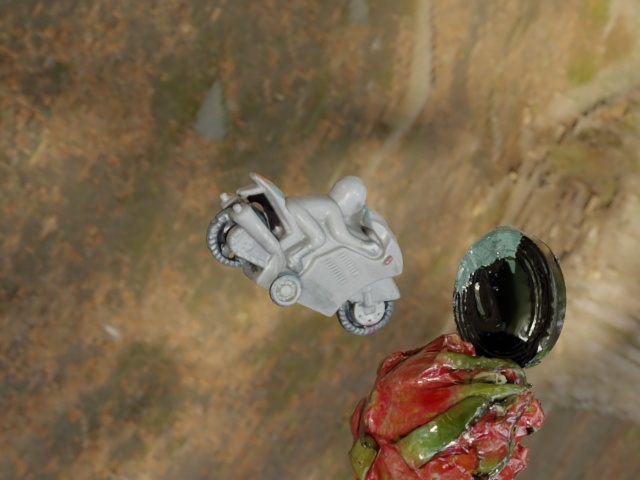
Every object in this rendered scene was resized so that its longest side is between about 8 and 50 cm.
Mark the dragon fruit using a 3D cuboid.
[{"bbox_3d":[0.163,0.249,2.021,0.303,0.237,0.231,-49,-165,40],"label":"dragon fruit"}]

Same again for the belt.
[{"bbox_3d":[0.258,0.079,2.144,0.078,0.151,0.198,6,85,-68],"label":"belt"}]

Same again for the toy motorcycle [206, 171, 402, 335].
[{"bbox_3d":[0.000,0.000,1.812,0.260,0.110,0.171,29,92,-25],"label":"toy motorcycle"}]
